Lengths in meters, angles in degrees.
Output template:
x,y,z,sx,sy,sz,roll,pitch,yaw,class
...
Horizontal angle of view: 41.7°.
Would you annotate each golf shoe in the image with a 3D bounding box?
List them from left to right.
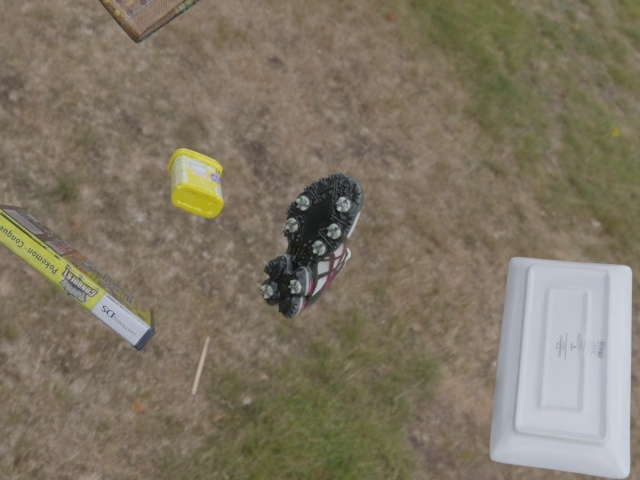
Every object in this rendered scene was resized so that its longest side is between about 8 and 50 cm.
x,y,z,sx,sy,sz,roll,pitch,yaw,class
0.000,0.000,1.334,0.105,0.272,0.120,45,34,21,golf shoe

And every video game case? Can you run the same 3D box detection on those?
x,y,z,sx,sy,sz,roll,pitch,yaw,class
-0.330,0.043,1.135,0.248,0.275,0.035,40,83,-10,video game case

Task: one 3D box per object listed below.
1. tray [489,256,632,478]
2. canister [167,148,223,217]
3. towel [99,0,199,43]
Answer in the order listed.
x,y,z,sx,sy,sz,roll,pitch,yaw,class
0.274,0.126,0.945,0.145,0.030,0.270,5,54,14,tray
-0.289,-0.132,1.952,0.126,0.073,0.170,21,27,-22,canister
-0.109,-0.387,0.762,0.370,0.040,0.271,-41,94,-12,towel
